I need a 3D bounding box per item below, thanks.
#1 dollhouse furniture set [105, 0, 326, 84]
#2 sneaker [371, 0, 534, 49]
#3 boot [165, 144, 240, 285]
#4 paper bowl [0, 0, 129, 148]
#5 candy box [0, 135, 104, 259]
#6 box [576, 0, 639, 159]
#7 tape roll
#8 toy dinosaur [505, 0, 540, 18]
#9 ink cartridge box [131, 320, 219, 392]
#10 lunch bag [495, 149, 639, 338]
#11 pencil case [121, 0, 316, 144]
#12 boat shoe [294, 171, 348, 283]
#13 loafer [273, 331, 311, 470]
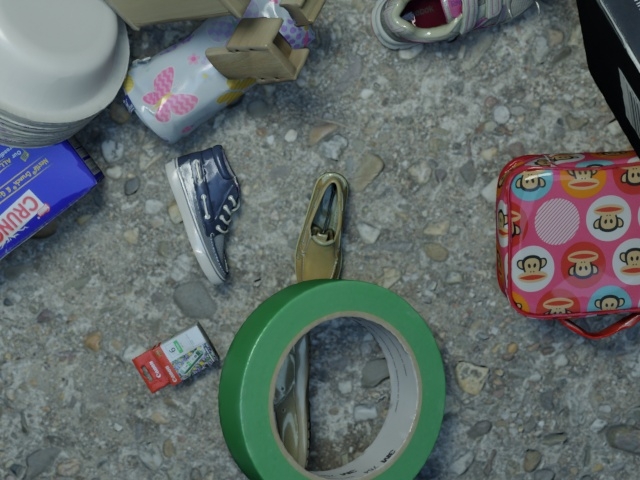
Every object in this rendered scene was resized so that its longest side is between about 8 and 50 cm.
[{"bbox_3d":[-0.119,-0.403,1.678,0.286,0.198,0.303,46,60,-40],"label":"dollhouse furniture set"},{"bbox_3d":[0.194,-0.321,1.770,0.252,0.111,0.103,-22,100,4],"label":"sneaker"},{"bbox_3d":[-0.146,-0.036,1.842,0.086,0.069,0.190,-19,98,6],"label":"boot"},{"bbox_3d":[-0.375,-0.273,1.682,0.284,0.284,0.148,52,139,-8],"label":"paper bowl"},{"bbox_3d":[-0.495,-0.128,1.799,0.268,0.122,0.317,-36,97,4],"label":"candy box"},{"bbox_3d":[0.619,-0.211,1.587,0.471,0.297,0.480,-24,58,5],"label":"box"},{"bbox_3d":[0.020,0.213,1.812,0.321,0.077,0.321,-1,91,-27],"label":"tape roll"},{"bbox_3d":[0.275,-0.446,1.721,0.121,0.313,0.160,16,139,19],"label":"toy dinosaur"},{"bbox_3d":[-0.210,0.172,1.900,0.115,0.029,0.063,-29,99,5],"label":"ink cartridge box"},{"bbox_3d":[0.392,0.008,1.826,0.293,0.120,0.258,-2,101,0],"label":"lunch bag"},{"bbox_3d":[-0.139,-0.248,1.784,0.273,0.113,0.124,-34,69,6],"label":"pencil case"},{"bbox_3d":[0.000,0.000,1.847,0.068,0.072,0.190,5,100,-1],"label":"boat shoe"},{"bbox_3d":[-0.060,0.236,1.882,0.092,0.102,0.269,1,91,1],"label":"loafer"}]
